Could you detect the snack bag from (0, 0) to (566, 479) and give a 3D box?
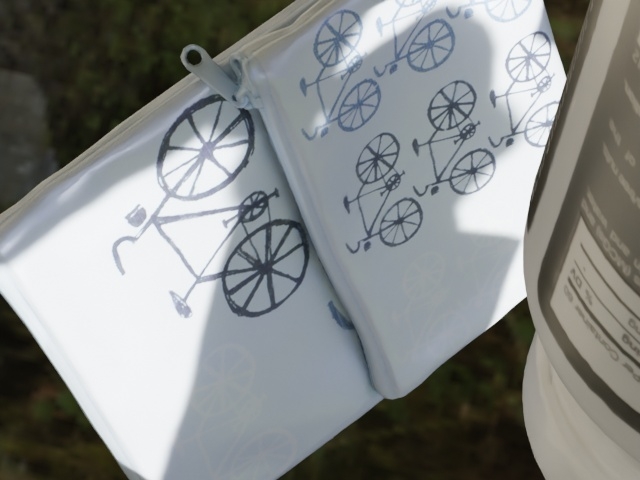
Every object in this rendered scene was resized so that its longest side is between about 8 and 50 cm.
[{"bbox_3d":[0.000,0.000,1.098,0.342,0.037,0.323,-36,140,-11],"label":"snack bag"}]

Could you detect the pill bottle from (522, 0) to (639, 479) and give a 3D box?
[{"bbox_3d":[0.188,-0.028,0.720,0.363,0.210,0.210,100,7,-54],"label":"pill bottle"}]
